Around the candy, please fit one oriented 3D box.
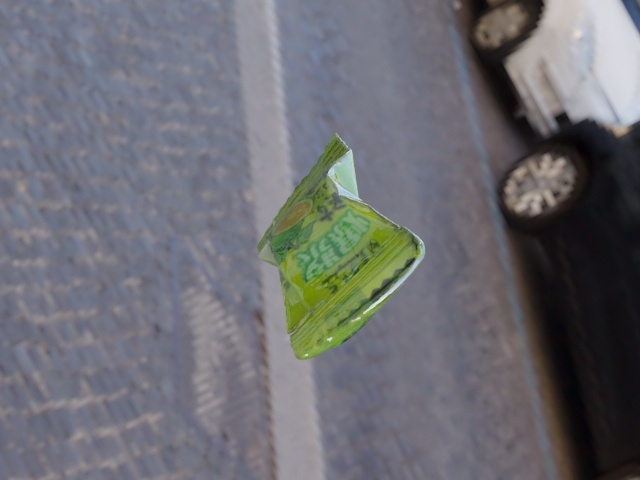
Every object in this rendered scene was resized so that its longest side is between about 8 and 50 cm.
[{"bbox_3d":[0.000,0.000,1.570,0.069,0.149,0.246,40,9,-25],"label":"candy"}]
